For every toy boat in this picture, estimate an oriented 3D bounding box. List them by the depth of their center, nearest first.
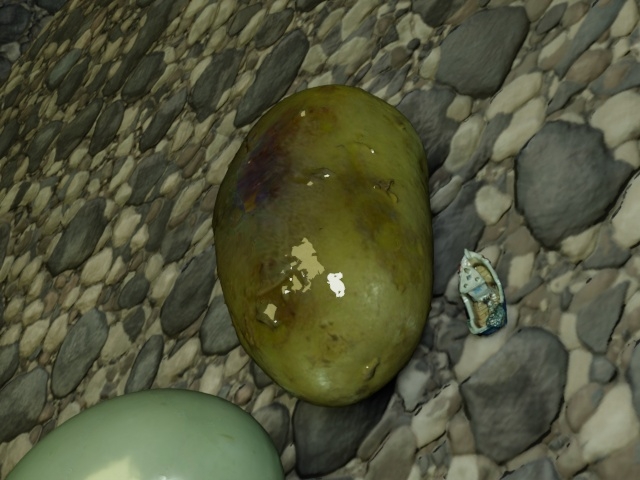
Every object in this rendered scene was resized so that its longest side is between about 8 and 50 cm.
[{"bbox_3d":[0.123,0.038,0.733,0.038,0.038,0.083,-34,40,24],"label":"toy boat"}]

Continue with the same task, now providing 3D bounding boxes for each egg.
[{"bbox_3d":[-0.149,0.230,0.728,0.283,0.203,0.203,-41,36,21],"label":"egg"}]

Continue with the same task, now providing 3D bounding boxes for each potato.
[{"bbox_3d":[0.000,0.000,0.789,0.210,0.173,0.307,-33,36,23],"label":"potato"}]
